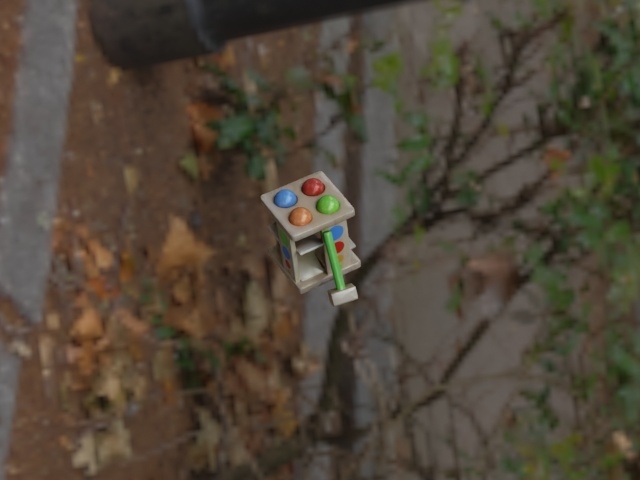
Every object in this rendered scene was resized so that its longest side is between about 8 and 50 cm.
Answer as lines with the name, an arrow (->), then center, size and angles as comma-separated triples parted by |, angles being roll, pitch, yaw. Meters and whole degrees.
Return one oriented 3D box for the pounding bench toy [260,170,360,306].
pounding bench toy -> 0.000, 0.000, 1.201 | 0.083, 0.052, 0.065 | 50, -23, 41
